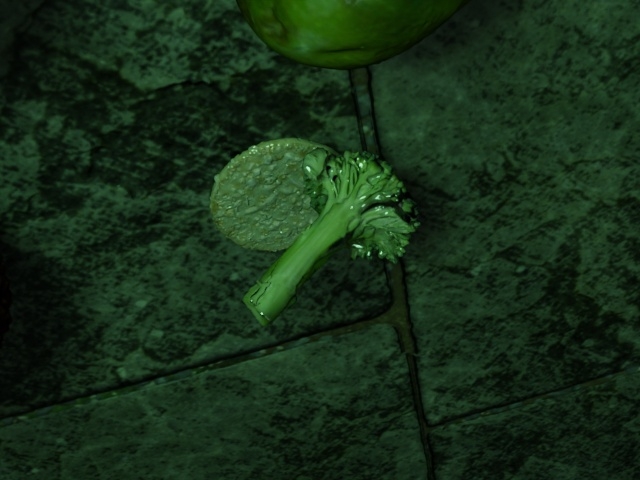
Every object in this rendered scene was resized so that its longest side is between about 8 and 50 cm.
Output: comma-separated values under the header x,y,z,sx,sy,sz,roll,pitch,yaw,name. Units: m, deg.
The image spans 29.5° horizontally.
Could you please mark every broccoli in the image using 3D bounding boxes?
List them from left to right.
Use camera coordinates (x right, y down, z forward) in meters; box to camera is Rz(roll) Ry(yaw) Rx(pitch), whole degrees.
x,y,z,sx,sy,sz,roll,pitch,yaw,name
0.002,0.002,1.162,0.204,0.118,0.122,-43,150,-26,broccoli

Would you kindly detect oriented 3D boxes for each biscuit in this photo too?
x,y,z,sx,sy,sz,roll,pitch,yaw,name
-0.039,-0.045,1.231,0.152,0.020,0.152,-8,134,-9,biscuit

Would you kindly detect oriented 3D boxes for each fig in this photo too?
x,y,z,sx,sy,sz,roll,pitch,yaw,name
0.070,-0.236,0.971,0.275,0.206,0.206,-6,138,-32,fig

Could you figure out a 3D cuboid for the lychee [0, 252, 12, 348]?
x,y,z,sx,sy,sz,roll,pitch,yaw,name
-0.419,0.054,1.065,0.267,0.267,0.267,-9,136,-8,lychee
